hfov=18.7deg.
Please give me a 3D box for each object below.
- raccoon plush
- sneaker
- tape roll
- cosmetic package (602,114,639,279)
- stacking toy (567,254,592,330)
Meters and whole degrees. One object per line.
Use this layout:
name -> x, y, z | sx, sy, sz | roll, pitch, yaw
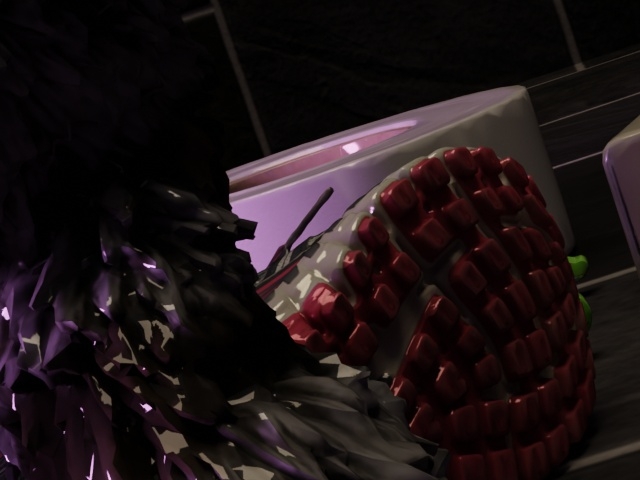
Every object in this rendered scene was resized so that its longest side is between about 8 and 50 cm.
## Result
raccoon plush -> -0.153, -0.063, 0.407 | 0.299, 0.446, 0.216 | -2, -54, -52
sneaker -> -0.013, 0.053, 0.656 | 0.112, 0.120, 0.299 | -15, 8, 45
tape roll -> 0.000, 0.000, 1.138 | 0.286, 0.100, 0.286 | -19, 7, 2
cosmetic package -> 0.228, -0.037, 0.747 | 0.160, 0.113, 0.309 | -16, 7, 25
stacking toy -> 0.020, 0.046, 0.915 | 0.221, 0.052, 0.167 | -18, 7, 7
